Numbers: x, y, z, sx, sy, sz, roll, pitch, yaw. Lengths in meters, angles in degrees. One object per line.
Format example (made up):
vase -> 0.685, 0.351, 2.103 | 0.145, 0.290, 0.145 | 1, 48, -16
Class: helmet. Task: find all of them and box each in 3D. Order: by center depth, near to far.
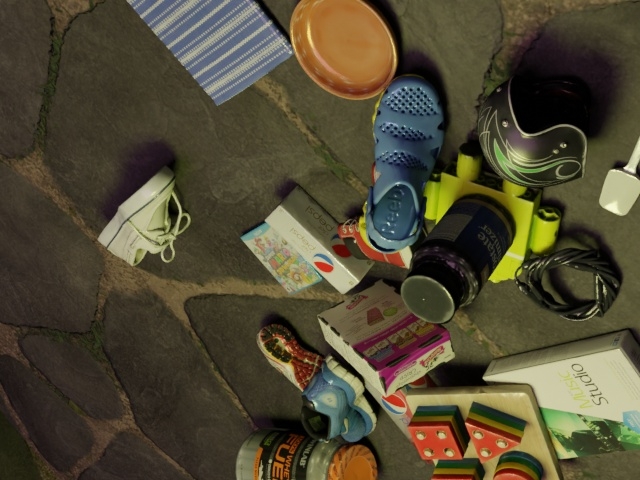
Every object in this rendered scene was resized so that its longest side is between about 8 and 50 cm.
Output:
helmet -> 0.317, -0.161, 1.509 | 0.161, 0.169, 0.169 | 4, 131, 14

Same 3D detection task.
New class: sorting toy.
sorting toy -> 0.314, 0.410, 1.978 | 0.255, 0.089, 0.257 | -7, 122, 31

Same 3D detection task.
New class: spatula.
spatula -> 0.526, -0.108, 1.506 | 0.168, 0.019, 0.242 | 27, 139, 17

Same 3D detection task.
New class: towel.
towel -> -0.218, -0.417, 1.794 | 0.243, 0.040, 0.336 | -25, 111, 46

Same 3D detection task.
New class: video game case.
video game case -> -0.080, 0.034, 2.113 | 0.166, 0.015, 0.119 | 50, 140, -11

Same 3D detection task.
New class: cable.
cable -> 0.429, 0.074, 1.714 | 0.150, 0.047, 0.184 | -33, 123, 31

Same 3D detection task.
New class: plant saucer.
plant saucer -> 0.043, -0.327, 1.666 | 0.200, 0.037, 0.200 | 20, 136, 21

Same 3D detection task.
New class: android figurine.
android figurine -> 0.285, -0.037, 1.730 | 0.248, 0.056, 0.273 | 19, 136, 23

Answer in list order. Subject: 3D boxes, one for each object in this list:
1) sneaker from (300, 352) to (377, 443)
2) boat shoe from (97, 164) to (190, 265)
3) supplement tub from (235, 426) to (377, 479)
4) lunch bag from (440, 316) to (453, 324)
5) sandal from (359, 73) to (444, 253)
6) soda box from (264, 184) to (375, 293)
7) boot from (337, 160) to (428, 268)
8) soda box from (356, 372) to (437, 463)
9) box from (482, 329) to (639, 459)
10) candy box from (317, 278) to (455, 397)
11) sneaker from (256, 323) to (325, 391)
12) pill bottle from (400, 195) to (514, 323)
sneaker -> 0.023, 0.365, 2.183 | 0.130, 0.147, 0.330 | 42, 167, 31
boat shoe -> -0.363, -0.027, 2.185 | 0.156, 0.136, 0.367 | 44, 143, -5
supplement tub -> -0.033, 0.551, 2.416 | 0.316, 0.193, 0.194 | -5, 123, 40
lunch bag -> 0.236, 0.116, 1.897 | 0.053, 0.071, 0.083 | 35, 139, 0
sandal -> 0.136, -0.111, 1.653 | 0.126, 0.138, 0.317 | 5, 108, 0
soda box -> 0.000, 0.000, 1.972 | 0.216, 0.074, 0.069 | 43, 140, -4
boot -> 0.090, -0.052, 1.848 | 0.176, 0.088, 0.244 | 10, 135, 34
soda box -> 0.197, 0.341, 2.120 | 0.083, 0.092, 0.263 | -26, 108, 46
box -> 0.489, 0.296, 1.878 | 0.322, 0.058, 0.232 | -22, 111, 49
candy box -> 0.120, 0.179, 1.907 | 0.233, 0.159, 0.071 | 40, 153, 52
sneaker -> -0.055, 0.273, 2.277 | 0.225, 0.088, 0.092 | 49, 160, -10
pill bottle -> 0.218, 0.032, 1.631 | 0.122, 0.219, 0.123 | 20, 134, 22
